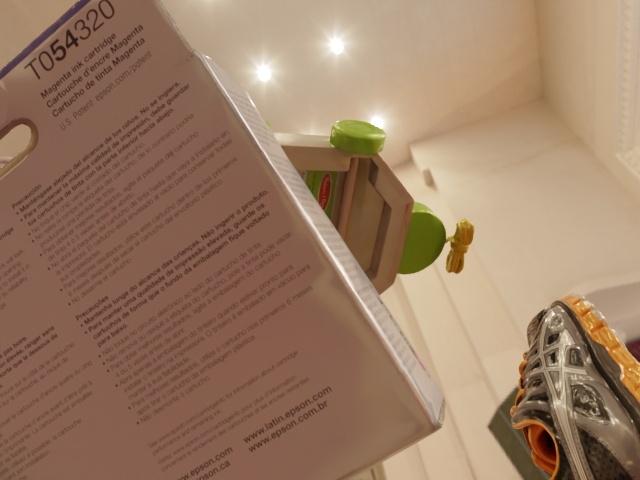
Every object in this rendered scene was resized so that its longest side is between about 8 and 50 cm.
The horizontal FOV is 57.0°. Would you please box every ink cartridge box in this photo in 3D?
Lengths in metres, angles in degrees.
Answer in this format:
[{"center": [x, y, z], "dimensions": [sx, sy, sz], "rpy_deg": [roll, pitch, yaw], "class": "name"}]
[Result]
[{"center": [-0.144, 0.052, 0.392], "dimensions": [0.324, 0.330, 0.071], "rpy_deg": [-34, -9, 13], "class": "ink cartridge box"}]

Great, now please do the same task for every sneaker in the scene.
[{"center": [0.154, 0.097, 0.359], "dimensions": [0.083, 0.215, 0.084], "rpy_deg": [-30, -85, 11], "class": "sneaker"}]

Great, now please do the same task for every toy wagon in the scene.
[{"center": [0.000, 0.000, 0.646], "dimensions": [0.344, 0.068, 0.267], "rpy_deg": [-1, -61, -18], "class": "toy wagon"}]

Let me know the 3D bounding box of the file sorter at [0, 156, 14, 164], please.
[{"center": [-0.337, 0.064, 0.641], "dimensions": [0.193, 0.173, 0.277], "rpy_deg": [-20, -18, -10], "class": "file sorter"}]
